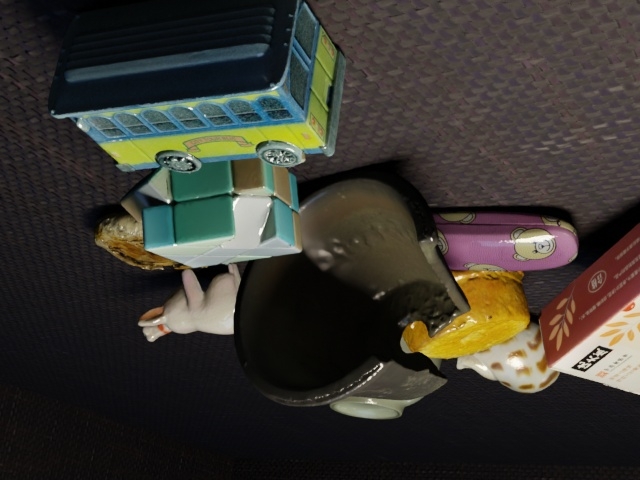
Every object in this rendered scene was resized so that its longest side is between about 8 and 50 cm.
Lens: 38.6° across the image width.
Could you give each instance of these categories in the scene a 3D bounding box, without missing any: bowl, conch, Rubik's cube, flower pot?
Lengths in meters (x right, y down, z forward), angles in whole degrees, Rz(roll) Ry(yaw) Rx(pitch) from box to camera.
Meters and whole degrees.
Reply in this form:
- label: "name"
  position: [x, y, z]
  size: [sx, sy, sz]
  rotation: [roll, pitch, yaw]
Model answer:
- label: "bowl"
  position: [0.117, 0.316, 2.175]
  size: [0.354, 0.185, 0.354]
  rotation: [7, 158, 3]
- label: "conch"
  position: [0.421, 0.229, 1.912]
  size: [0.275, 0.183, 0.148]
  rotation: [12, 127, -25]
- label: "Rubik's cube"
  position: [-0.149, -0.081, 1.297]
  size: [0.265, 0.213, 0.224]
  rotation: [-9, 169, 11]
- label: "flower pot"
  position: [0.072, 0.106, 1.428]
  size: [0.379, 0.379, 0.251]
  rotation: [-11, 150, 38]

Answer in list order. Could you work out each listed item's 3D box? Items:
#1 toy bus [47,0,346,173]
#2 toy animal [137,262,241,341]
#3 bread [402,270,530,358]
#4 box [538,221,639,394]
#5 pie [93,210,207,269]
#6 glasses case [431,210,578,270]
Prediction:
- label: "toy bus"
  position: [-0.143, -0.186, 1.094]
  size: [0.312, 0.152, 0.190]
  rotation: [-3, 156, 23]
- label: "toy animal"
  position: [-0.264, 0.132, 1.913]
  size: [0.282, 0.138, 0.140]
  rotation: [-4, 157, 22]
- label: "bread"
  position: [0.260, 0.122, 1.658]
  size: [0.268, 0.145, 0.268]
  rotation: [-14, 159, -5]
- label: "box"
  position: [0.595, 0.097, 1.411]
  size: [0.344, 0.122, 0.385]
  rotation: [16, 137, -19]
- label: "pie"
  position: [-0.311, 0.007, 1.750]
  size: [0.274, 0.055, 0.274]
  rotation: [7, 163, 2]
- label: "glasses case"
  position: [0.261, 0.002, 1.505]
  size: [0.316, 0.076, 0.123]
  rotation: [0, 152, 21]
